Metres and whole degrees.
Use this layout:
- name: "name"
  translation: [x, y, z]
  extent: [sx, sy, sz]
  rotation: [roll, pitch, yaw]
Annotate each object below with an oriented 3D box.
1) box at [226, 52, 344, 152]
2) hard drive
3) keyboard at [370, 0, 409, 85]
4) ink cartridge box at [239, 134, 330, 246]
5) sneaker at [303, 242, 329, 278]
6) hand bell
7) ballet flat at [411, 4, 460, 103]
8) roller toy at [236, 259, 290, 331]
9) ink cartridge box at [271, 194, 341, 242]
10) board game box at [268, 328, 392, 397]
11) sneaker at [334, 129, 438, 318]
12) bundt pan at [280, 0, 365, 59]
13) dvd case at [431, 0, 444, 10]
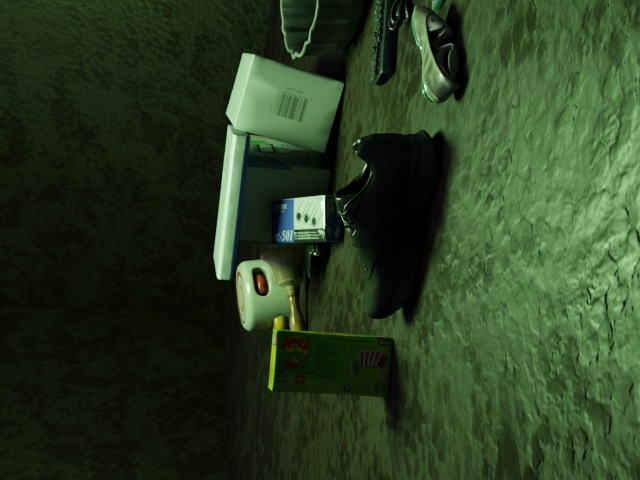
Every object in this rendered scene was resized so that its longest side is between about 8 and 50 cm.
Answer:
- name: "box"
  translation: [-0.094, -0.337, 1.908]
  extent: [0.345, 0.215, 0.168]
  rotation: [-126, 51, -73]
- name: "hard drive"
  translation: [-0.203, -0.092, 1.817]
  extent: [0.210, 0.040, 0.318]
  rotation: [-125, 41, -73]
- name: "keyboard"
  translation: [0.120, -0.438, 1.389]
  extent: [0.201, 0.033, 0.316]
  rotation: [157, 116, -77]
- name: "ink cartridge box"
  translation: [-0.104, -0.126, 1.956]
  extent: [0.270, 0.198, 0.197]
  rotation: [-113, 30, -67]
- name: "sneaker"
  translation: [-0.002, 0.000, 1.771]
  extent: [0.170, 0.051, 0.089]
  rotation: [112, 150, -44]
- name: "hand bell"
  translation: [-0.067, 0.142, 1.966]
  extent: [0.126, 0.126, 0.241]
  rotation: [126, 135, -69]
- name: "ballet flat"
  translation: [0.161, -0.258, 1.074]
  extent: [0.052, 0.057, 0.168]
  rotation: [-31, 53, 42]
- name: "roller toy"
  translation: [-0.142, 0.146, 2.163]
  extent: [0.209, 0.146, 0.191]
  rotation: [-131, 38, -67]
- name: "ink cartridge box"
  translation: [-0.033, -0.043, 1.723]
  extent: [0.207, 0.046, 0.097]
  rotation: [-1, 89, 55]
- name: "board game box"
  translation: [0.015, 0.189, 1.232]
  extent: [0.043, 0.182, 0.092]
  rotation: [162, 113, -78]
- name: "sneaker"
  translation: [0.079, -0.023, 1.148]
  extent: [0.109, 0.130, 0.286]
  rotation: [-121, 36, -68]
- name: "bundt pan"
  translation: [0.012, -0.545, 1.687]
  extent: [0.331, 0.124, 0.330]
  rotation: [180, 90, -72]
- name: "dvd case"
  translation: [0.175, -0.400, 1.130]
  extent: [0.087, 0.013, 0.119]
  rotation: [123, 149, -67]
